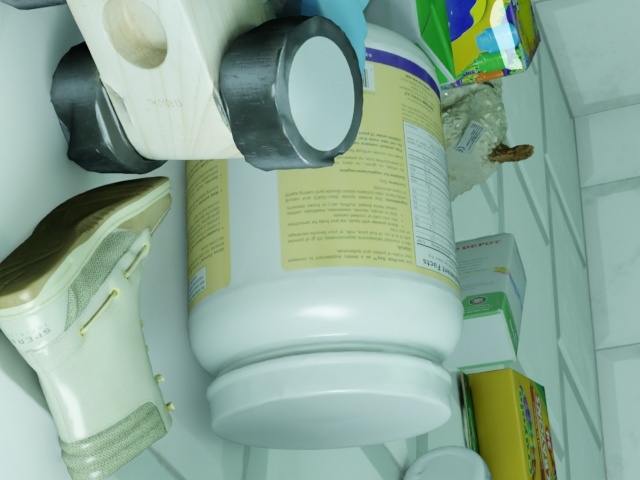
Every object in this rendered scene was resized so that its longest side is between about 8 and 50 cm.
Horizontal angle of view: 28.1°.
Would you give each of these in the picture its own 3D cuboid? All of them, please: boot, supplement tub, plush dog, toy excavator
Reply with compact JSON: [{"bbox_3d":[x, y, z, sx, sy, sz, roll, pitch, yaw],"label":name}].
[{"bbox_3d":[-0.149,0.057,0.923,0.213,0.077,0.165,-55,131,-58],"label":"boot"},{"bbox_3d":[0.183,0.364,1.637,0.117,0.117,0.190,-78,151,-49],"label":"supplement tub"},{"bbox_3d":[0.207,-0.200,1.868,0.262,0.210,0.225,52,37,-51],"label":"plush dog"},{"bbox_3d":[-0.055,-0.317,0.984,0.445,0.222,0.433,-49,128,-43],"label":"toy excavator"},{"bbox_3d":[0.000,0.000,1.128,0.241,0.241,0.331,41,42,-61],"label":"supplement tub"}]

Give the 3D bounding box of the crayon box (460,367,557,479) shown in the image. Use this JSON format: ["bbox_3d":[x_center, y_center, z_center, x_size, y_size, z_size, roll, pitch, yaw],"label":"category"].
[{"bbox_3d":[0.313,0.324,2.088,0.318,0.081,0.202,29,52,-65],"label":"crayon box"}]

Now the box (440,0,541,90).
[{"bbox_3d":[0.082,-0.320,1.485,0.177,0.279,0.290,-54,129,-65],"label":"box"}]

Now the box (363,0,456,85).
[{"bbox_3d":[-0.002,-0.269,1.289,0.127,0.231,0.262,33,49,-64],"label":"box"}]

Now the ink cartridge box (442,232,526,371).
[{"bbox_3d":[0.197,0.087,1.776,0.212,0.154,0.093,-70,144,-57],"label":"ink cartridge box"}]
